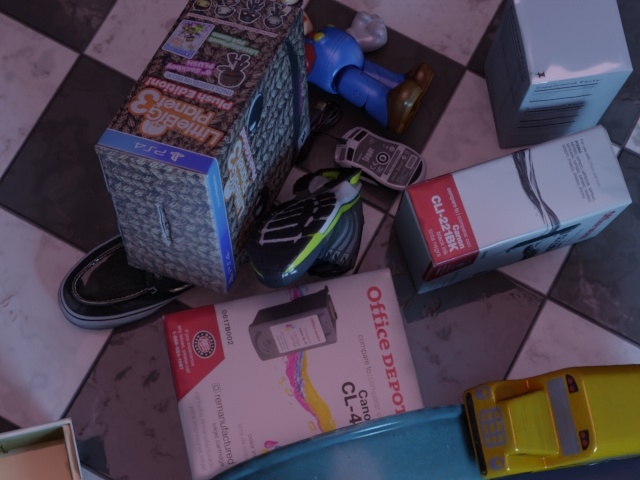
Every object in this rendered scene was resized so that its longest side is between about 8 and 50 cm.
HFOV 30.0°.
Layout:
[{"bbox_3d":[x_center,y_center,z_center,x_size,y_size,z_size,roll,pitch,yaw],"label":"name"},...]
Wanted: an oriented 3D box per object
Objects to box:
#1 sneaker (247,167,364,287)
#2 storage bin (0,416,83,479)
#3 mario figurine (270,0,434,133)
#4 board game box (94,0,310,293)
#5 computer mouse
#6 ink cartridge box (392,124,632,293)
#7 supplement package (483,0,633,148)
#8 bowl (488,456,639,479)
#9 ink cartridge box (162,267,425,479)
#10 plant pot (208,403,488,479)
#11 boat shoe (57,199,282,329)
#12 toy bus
[{"bbox_3d":[0.000,0.000,1.528,0.111,0.300,0.121,-8,108,24],"label":"sneaker"},{"bbox_3d":[-0.414,0.382,1.474,0.262,0.123,0.260,-11,75,-13],"label":"storage bin"},{"bbox_3d":[0.002,-0.279,1.640,0.320,0.198,0.170,25,84,4],"label":"mario figurine"},{"bbox_3d":[-0.133,-0.127,1.481,0.141,0.232,0.291,16,56,14],"label":"board game box"},{"bbox_3d":[0.058,-0.119,1.675,0.193,0.042,0.106,28,72,12],"label":"computer mouse"},{"bbox_3d":[0.247,-0.037,1.575,0.272,0.197,0.114,-19,78,-5],"label":"ink cartridge box"},{"bbox_3d":[0.312,-0.232,1.603,0.133,0.244,0.139,-8,76,-3],"label":"supplement package"},{"bbox_3d":[0.354,0.404,1.526,0.391,0.077,0.391,0,75,-1],"label":"bowl"},{"bbox_3d":[-0.034,0.179,1.549,0.306,0.131,0.226,-13,75,-3],"label":"ink cartridge box"},{"bbox_3d":[0.073,0.398,1.363,0.341,0.341,0.334,-16,72,-5],"label":"plant pot"},{"bbox_3d":[-0.199,0.011,1.594,0.335,0.119,0.121,-26,77,-7],"label":"boat shoe"},{"bbox_3d":[0.314,0.207,1.395,0.332,0.130,0.108,4,71,-45],"label":"toy bus"}]
